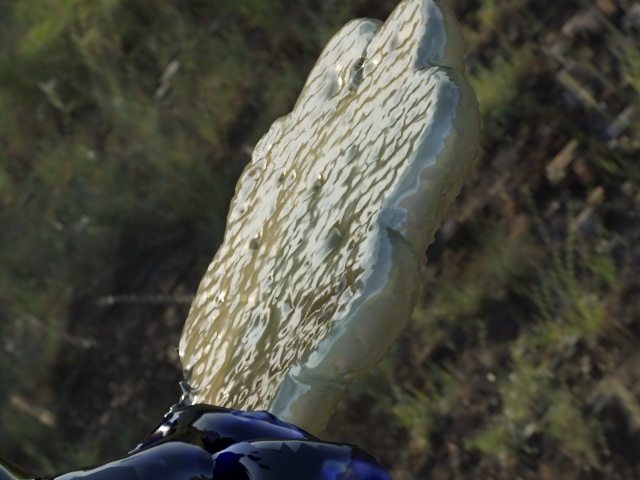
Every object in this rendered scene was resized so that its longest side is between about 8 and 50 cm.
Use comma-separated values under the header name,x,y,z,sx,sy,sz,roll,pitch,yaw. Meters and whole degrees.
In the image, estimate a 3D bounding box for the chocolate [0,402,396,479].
name,x,y,z,sx,sy,sz,roll,pitch,yaw
chocolate,-0.105,0.096,0.643,0.343,0.148,0.126,15,107,26

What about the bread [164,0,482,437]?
name,x,y,z,sx,sy,sz,roll,pitch,yaw
bread,0.000,0.000,1.054,0.316,0.054,0.316,-53,21,30
